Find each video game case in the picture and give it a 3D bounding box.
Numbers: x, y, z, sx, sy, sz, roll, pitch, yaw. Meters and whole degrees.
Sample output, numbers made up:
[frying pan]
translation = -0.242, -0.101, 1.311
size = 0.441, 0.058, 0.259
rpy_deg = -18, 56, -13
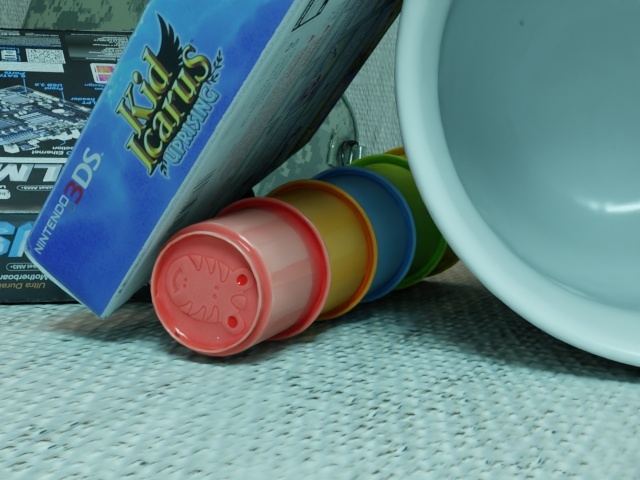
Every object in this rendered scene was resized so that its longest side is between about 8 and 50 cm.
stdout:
[video game case]
translation = -0.014, -0.116, 0.582
size = 0.061, 0.269, 0.244
rpy_deg = 40, 35, 4

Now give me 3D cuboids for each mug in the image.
[mug]
translation = 0.234, -0.103, 0.662
size = 0.374, 0.276, 0.328
rpy_deg = -20, 1, 8

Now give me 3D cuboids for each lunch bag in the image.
[lunch bag]
translation = -0.136, -0.125, 1.148
size = 0.305, 0.212, 0.256
rpy_deg = 13, -4, 44

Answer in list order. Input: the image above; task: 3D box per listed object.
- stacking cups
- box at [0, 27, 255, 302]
[stacking cups]
translation = 0.000, 0.000, 0.673
size = 0.096, 0.096, 0.316
rpy_deg = 5, 10, 25
[box]
translation = -0.212, -0.062, 0.766
size = 0.295, 0.073, 0.293
rpy_deg = -2, 32, -18
